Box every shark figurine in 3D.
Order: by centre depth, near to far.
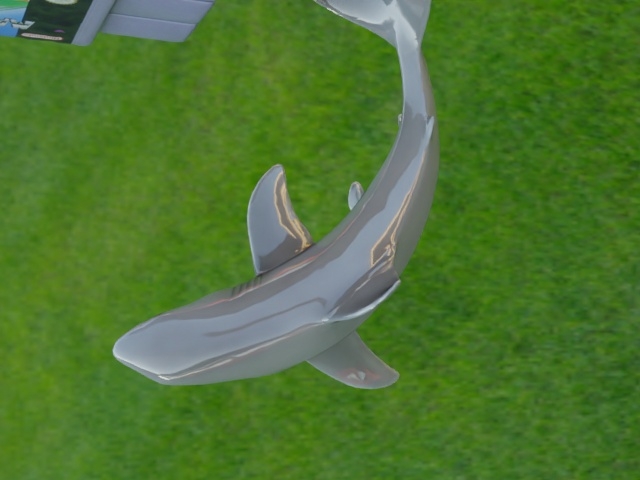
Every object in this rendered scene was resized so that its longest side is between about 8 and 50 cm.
[{"bbox_3d":[0.026,-0.012,0.741,0.278,0.166,0.116,-60,16,-1],"label":"shark figurine"}]

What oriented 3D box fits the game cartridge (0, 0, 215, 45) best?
[{"bbox_3d":[-0.210,-0.167,0.646,0.230,0.355,0.068,143,129,-65],"label":"game cartridge"}]
